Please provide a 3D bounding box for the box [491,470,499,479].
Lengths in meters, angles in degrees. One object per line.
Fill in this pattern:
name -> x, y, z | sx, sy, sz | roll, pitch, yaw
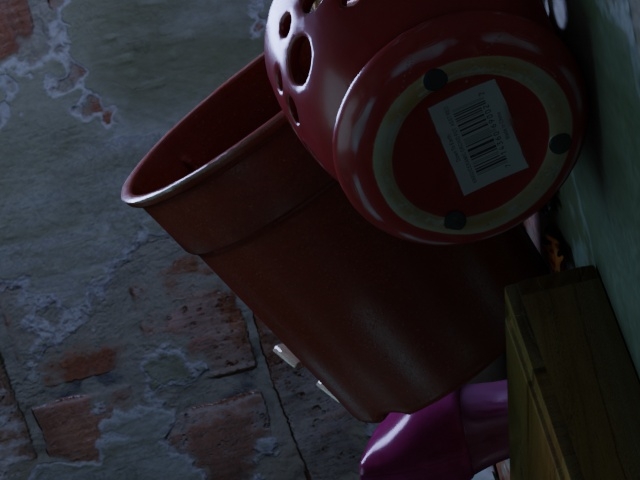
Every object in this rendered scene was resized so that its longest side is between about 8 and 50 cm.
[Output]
box -> 0.214, 0.368, 2.203 | 0.105, 0.043, 0.179 | -108, 7, -54

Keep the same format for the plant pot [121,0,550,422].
plant pot -> 0.030, -0.017, 1.482 | 0.265, 0.272, 0.272 | 52, -176, -15

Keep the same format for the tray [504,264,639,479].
tray -> 0.199, 0.219, 1.410 | 0.411, 0.076, 0.202 | 79, 177, -55

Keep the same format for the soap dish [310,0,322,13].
soap dish -> 0.012, -0.273, 2.370 | 0.291, 0.118, 0.229 | -108, 6, -65

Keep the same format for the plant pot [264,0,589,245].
plant pot -> 0.070, -0.102, 1.229 | 0.174, 0.191, 0.191 | -111, 8, -54

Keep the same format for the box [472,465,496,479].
box -> 0.155, 0.252, 2.318 | 0.170, 0.091, 0.130 | 89, 167, -80

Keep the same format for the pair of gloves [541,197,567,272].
pair of gloves -> 0.174, -0.016, 1.413 | 0.074, 0.010, 0.083 | -111, 10, -80

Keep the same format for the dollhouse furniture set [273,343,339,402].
dollhouse furniture set -> 0.000, 0.000, 1.884 | 0.259, 0.135, 0.262 | 36, 120, 41

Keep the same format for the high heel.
high heel -> 0.105, 0.148, 1.836 | 0.377, 0.181, 0.127 | -125, 22, -83
